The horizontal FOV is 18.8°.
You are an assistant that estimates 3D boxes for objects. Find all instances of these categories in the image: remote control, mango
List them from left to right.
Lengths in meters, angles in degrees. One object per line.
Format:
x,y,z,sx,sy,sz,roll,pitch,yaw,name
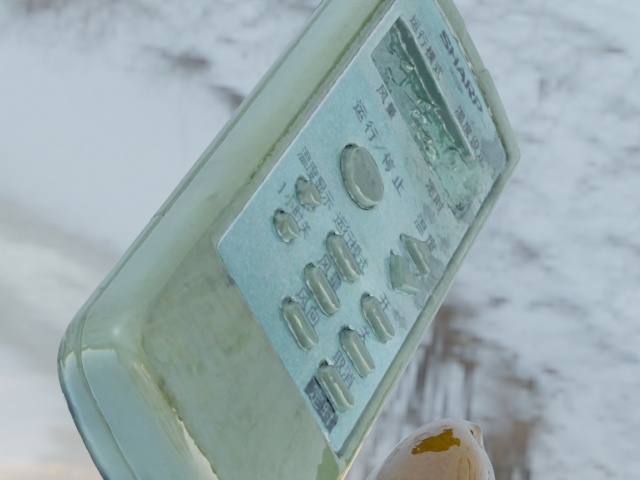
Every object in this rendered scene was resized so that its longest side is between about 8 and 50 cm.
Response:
0.000,0.000,0.600,0.038,0.233,0.098,-12,119,33,remote control
0.046,0.157,0.981,0.084,0.159,0.105,0,143,8,mango
